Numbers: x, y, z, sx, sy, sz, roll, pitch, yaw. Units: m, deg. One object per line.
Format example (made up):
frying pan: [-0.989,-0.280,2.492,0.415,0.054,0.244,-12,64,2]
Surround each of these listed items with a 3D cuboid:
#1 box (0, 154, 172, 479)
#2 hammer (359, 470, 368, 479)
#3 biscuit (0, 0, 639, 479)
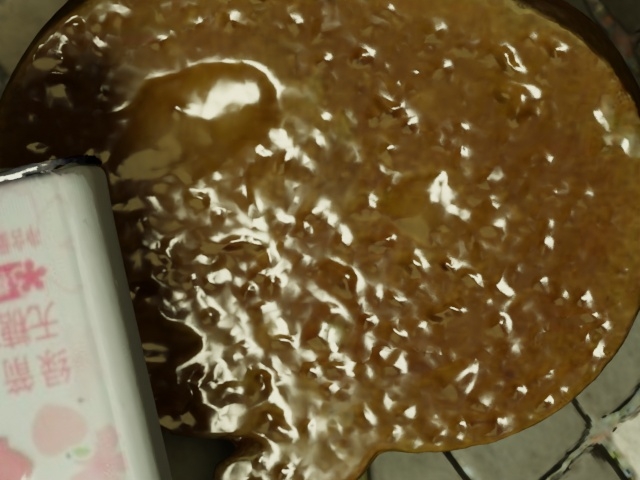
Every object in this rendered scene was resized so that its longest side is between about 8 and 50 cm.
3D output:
box: [-0.163,0.145,0.970,0.190,0.112,0.370,-12,90,1]
hammer: [0.015,0.135,1.110,0.062,0.013,0.199,2,81,-16]
biscuit: [0.000,0.000,1.058,0.367,0.063,0.314,5,104,-4]
